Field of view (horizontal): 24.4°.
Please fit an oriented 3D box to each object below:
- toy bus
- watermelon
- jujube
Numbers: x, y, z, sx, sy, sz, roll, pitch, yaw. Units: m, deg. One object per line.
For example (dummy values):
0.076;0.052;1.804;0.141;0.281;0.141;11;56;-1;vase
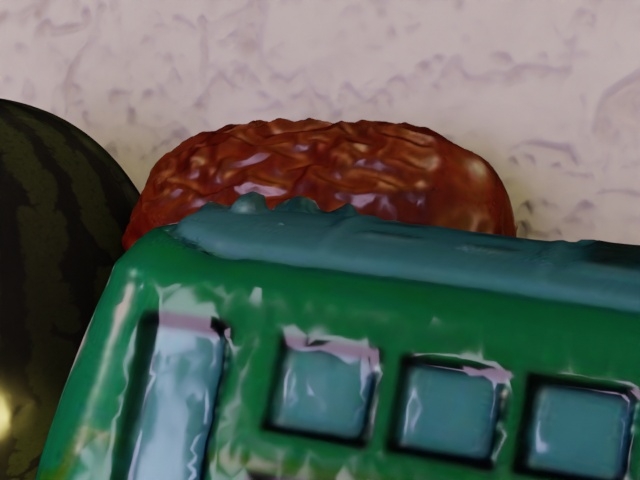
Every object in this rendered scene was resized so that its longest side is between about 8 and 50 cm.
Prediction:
0.081;0.097;0.507;0.343;0.183;0.199;8;90;12;toy bus
-0.175;0.032;0.726;0.212;0.212;0.212;-2;87;36;watermelon
0.000;0.000;0.662;0.176;0.109;0.112;-2;86;23;jujube
